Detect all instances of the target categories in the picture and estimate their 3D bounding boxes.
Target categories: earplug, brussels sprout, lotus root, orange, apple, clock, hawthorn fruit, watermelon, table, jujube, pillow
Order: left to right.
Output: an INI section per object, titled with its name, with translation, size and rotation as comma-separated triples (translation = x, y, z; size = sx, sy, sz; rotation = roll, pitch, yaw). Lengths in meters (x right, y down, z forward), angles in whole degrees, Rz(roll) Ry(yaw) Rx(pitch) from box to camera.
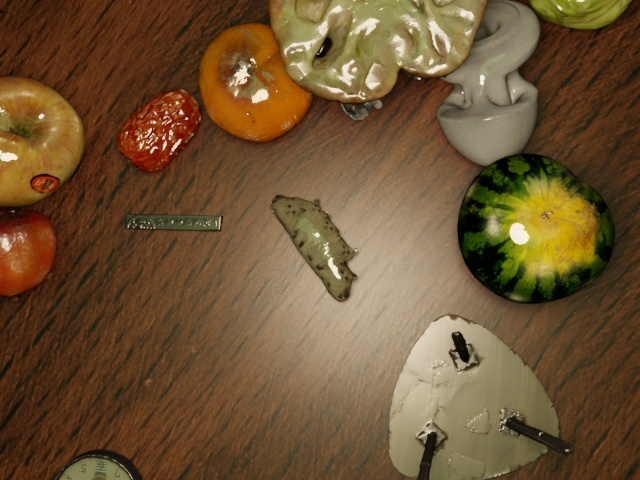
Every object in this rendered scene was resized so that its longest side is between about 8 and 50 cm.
[hawthorn fruit]
translation = -0.584, 0.031, 1.472
size = 0.169, 0.169, 0.188
rotation = -2, 104, 5
[apple]
translation = -0.576, -0.182, 1.452
size = 0.260, 0.194, 0.261
rotation = 14, 65, -32
[clock]
translation = -0.422, 0.490, 1.468
size = 0.184, 0.040, 0.185
rotation = -1, 84, 5
[jujube]
translation = -0.308, -0.215, 1.502
size = 0.176, 0.109, 0.112
rotation = -48, 119, -9
[orange]
translation = -0.121, -0.298, 1.457
size = 0.224, 0.170, 0.224
rotation = 0, 86, 6
[pillow]
translation = 0.000, -0.001, 1.476
size = 0.093, 0.051, 0.241
rotation = -36, 80, 1
[lotus root]
translation = 0.091, -0.422, 1.327
size = 0.390, 0.111, 0.375
rotation = -30, 90, 8
[table]
translation = 0.279, 0.298, 1.322
size = 0.317, 0.249, 0.318
rotation = -1, 84, 5
[earplug]
translation = 0.304, -0.298, 1.431
size = 0.214, 0.175, 0.326
rotation = -7, 75, 24
[watermelon]
translation = 0.368, -0.016, 1.349
size = 0.268, 0.269, 0.269
rotation = 0, 84, 5
[brussels sprout]
translation = 0.483, -0.493, 1.437
size = 0.223, 0.161, 0.223
rotation = -7, 62, 14

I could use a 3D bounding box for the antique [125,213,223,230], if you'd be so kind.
[antique]
translation = -0.287, -0.035, 1.522
size = 0.192, 0.015, 0.031
rotation = 1, 85, 5

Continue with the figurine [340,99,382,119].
[figurine]
translation = 0.081, -0.277, 1.486
size = 0.082, 0.094, 0.086
rotation = -24, 47, 39
